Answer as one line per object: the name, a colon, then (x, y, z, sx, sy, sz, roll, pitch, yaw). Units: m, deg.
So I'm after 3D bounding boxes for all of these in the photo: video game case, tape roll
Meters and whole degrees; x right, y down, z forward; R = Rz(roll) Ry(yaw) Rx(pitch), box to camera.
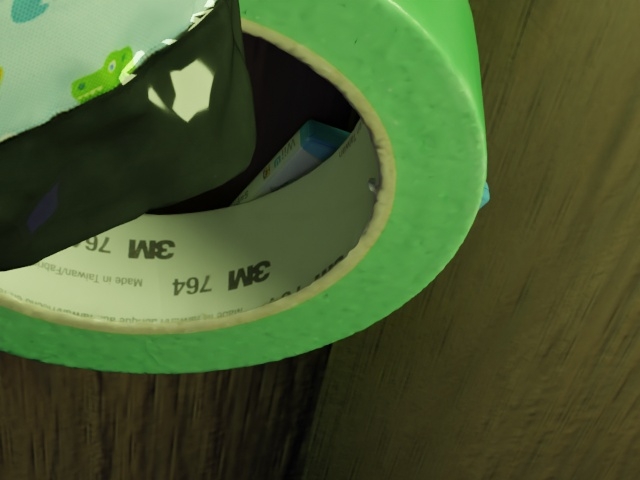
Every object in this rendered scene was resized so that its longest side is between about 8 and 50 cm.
video game case: (0.000, 0.000, 0.844, 0.119, 0.015, 0.166, 17, 139, -28)
tape roll: (-0.085, -0.052, 0.693, 0.321, 0.077, 0.321, -1, 143, -1)

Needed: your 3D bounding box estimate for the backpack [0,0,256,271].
backpack: (-0.165, -0.183, 0.310, 0.273, 0.290, 0.356, -24, 145, -25)
